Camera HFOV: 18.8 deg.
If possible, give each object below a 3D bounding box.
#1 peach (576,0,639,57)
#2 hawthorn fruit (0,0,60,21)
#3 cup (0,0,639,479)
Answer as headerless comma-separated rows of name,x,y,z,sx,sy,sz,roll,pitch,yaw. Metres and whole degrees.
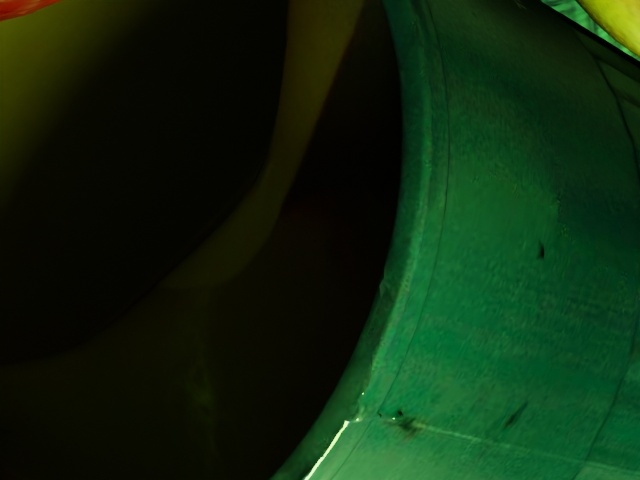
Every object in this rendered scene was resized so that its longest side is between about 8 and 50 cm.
peach,0.154,-0.149,0.650,0.190,0.190,0.192,-3,156,-17
hawthorn fruit,-0.109,-0.137,0.514,0.196,0.226,0.196,-3,154,-1
cup,0.000,0.018,0.709,0.307,0.242,0.292,-2,167,40
